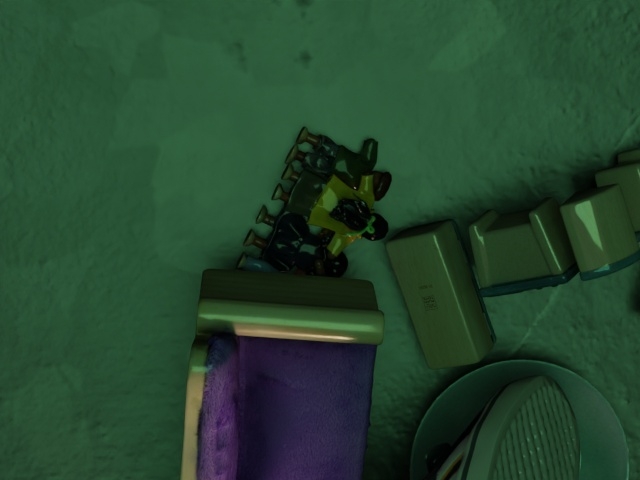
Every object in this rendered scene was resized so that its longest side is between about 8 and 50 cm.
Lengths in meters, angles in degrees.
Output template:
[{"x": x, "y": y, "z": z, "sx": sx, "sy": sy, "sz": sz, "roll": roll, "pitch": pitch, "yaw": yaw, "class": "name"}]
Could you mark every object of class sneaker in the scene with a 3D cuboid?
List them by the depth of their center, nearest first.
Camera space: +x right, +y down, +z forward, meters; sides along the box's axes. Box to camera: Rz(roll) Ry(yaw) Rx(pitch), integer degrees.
[{"x": 0.108, "y": 0.232, "z": 1.170, "sx": 0.127, "sy": 0.321, "sz": 0.126, "roll": -15, "pitch": 117, "yaw": 37, "class": "sneaker"}]

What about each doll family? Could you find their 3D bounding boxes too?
[{"x": 0.000, "y": 0.000, "z": 1.255, "sx": 0.111, "sy": 0.076, "sz": 0.193, "roll": 27, "pitch": 99, "yaw": -9, "class": "doll family"}]

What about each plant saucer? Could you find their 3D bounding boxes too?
[{"x": 0.174, "y": 0.198, "z": 1.295, "sx": 0.195, "sy": 0.037, "sz": 0.195, "roll": 0, "pitch": 97, "yaw": -2, "class": "plant saucer"}]

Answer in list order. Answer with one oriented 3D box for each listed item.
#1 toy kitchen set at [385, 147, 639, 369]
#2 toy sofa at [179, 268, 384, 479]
[{"x": 0.196, "y": 0.013, "z": 1.265, "sx": 0.207, "sy": 0.166, "sz": 0.122, "roll": -12, "pitch": 103, "yaw": 34, "class": "toy kitchen set"}, {"x": -0.039, "y": 0.215, "z": 1.187, "sx": 0.150, "sy": 0.177, "sz": 0.362, "roll": 5, "pitch": 107, "yaw": -3, "class": "toy sofa"}]
